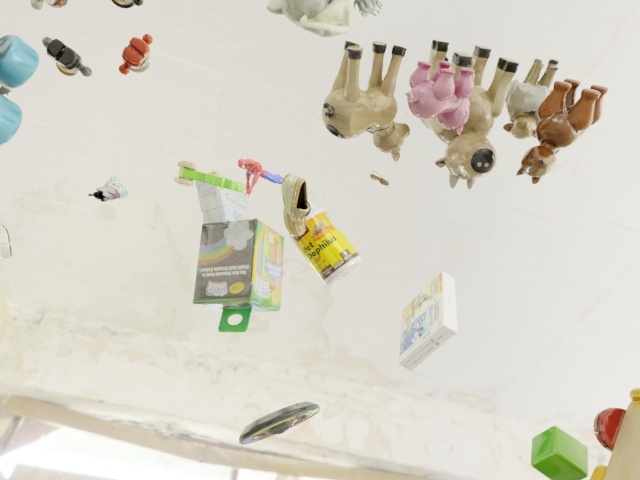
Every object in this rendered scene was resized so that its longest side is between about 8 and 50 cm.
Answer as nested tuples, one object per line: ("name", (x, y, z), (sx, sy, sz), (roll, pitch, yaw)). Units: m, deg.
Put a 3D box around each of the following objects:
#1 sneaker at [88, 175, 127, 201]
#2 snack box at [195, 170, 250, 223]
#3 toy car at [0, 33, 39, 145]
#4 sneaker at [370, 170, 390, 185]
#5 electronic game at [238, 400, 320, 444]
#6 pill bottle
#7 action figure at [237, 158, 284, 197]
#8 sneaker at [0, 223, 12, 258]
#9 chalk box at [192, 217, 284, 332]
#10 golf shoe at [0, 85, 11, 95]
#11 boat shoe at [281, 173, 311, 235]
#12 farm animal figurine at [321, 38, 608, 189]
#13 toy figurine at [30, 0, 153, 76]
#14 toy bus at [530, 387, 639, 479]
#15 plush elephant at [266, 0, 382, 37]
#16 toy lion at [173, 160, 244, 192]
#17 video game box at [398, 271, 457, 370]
("sneaker", (-0.463, -0.108, 0.941), (0.069, 0.098, 0.038), (-25, -58, -30))
("snack box", (-0.248, -0.061, 1.177), (0.070, 0.207, 0.174), (-18, -11, 11))
("toy car", (-0.565, -0.230, 0.580), (0.238, 0.210, 0.219), (-13, -25, 21))
("sneaker", (0.230, -0.240, 1.666), (0.083, 0.037, 0.032), (32, -40, 7))
("electronic game", (-0.108, 0.491, 1.174), (0.229, 0.048, 0.229), (-20, -27, -11))
("pill bottle", (0.000, 0.000, 1.116), (0.215, 0.117, 0.117), (53, -49, 11))
("action figure", (-0.207, -0.200, 1.574), (0.092, 0.139, 0.280), (26, 0, 39))
("sneaker", (-0.643, -0.004, 0.780), (0.209, 0.094, 0.081), (7, -72, 34))
("chalk box", (-0.161, 0.079, 0.887), (0.133, 0.212, 0.132), (-4, -18, 20))
("golf shoe", (-0.579, -0.328, 0.720), (0.077, 0.198, 0.094), (-26, -6, 2))
("boat shoe", (-0.043, -0.063, 0.852), (0.045, 0.050, 0.135), (15, -48, 28))
("farm animal figurine", (0.182, -0.172, 0.618), (0.331, 0.326, 0.172), (14, -57, 7))
("toy figurine", (-0.463, -0.446, 0.900), (0.210, 0.148, 0.212), (-14, -72, -18))
("toy bus", (0.197, 0.160, 0.216), (0.104, 0.191, 0.202), (34, -65, 6))
("plush elephant", (-0.005, -0.582, 0.945), (0.255, 0.272, 0.330), (-44, -41, -12))
("toy lion", (-0.162, -0.089, 0.645), (0.096, 0.100, 0.034), (13, -86, -23))
("video game box", (0.278, 0.208, 1.144), (0.048, 0.205, 0.187), (32, -54, -9))
